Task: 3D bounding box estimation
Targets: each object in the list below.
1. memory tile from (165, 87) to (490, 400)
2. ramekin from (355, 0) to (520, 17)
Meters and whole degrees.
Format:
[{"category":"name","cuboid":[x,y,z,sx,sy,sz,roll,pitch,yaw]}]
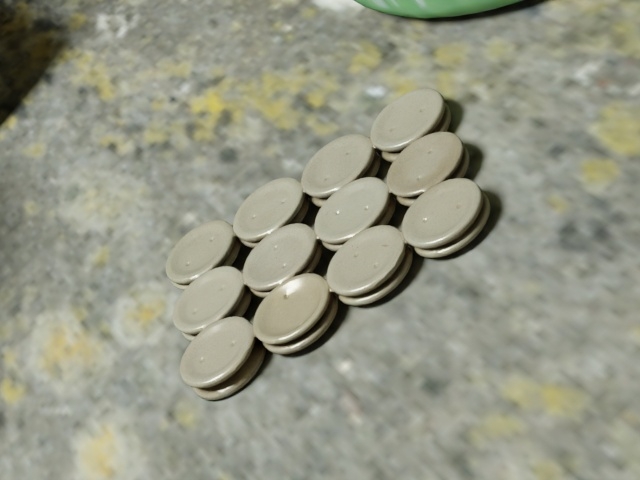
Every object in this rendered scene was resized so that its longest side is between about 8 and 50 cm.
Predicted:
[{"category":"memory tile","cuboid":[0.000,0.000,0.779,0.148,0.012,0.113,-32,34,10]},{"category":"ramekin","cuboid":[0.083,-0.246,0.869,0.303,0.148,0.303,-25,35,20]}]
